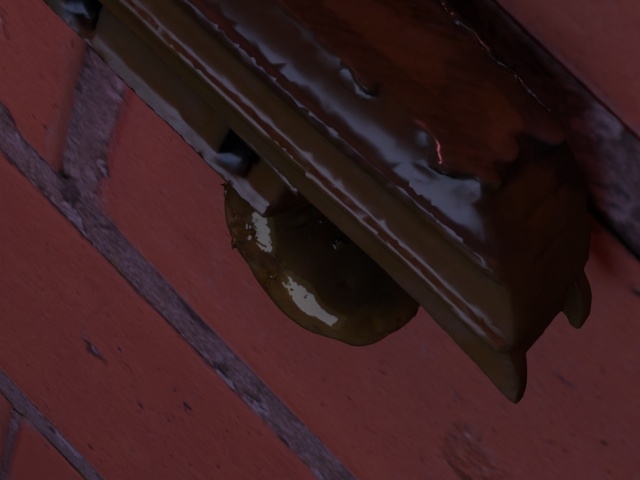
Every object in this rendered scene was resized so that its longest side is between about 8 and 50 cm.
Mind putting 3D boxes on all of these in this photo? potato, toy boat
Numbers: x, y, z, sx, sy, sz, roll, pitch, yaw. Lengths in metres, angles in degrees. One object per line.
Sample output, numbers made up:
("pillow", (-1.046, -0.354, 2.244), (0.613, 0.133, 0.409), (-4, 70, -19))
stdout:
("potato", (0.000, 0.000, 0.800), (0.138, 0.091, 0.070), (52, 163, -8))
("toy boat", (-0.039, -0.099, 0.691), (0.445, 0.136, 0.162), (43, 145, 9))
